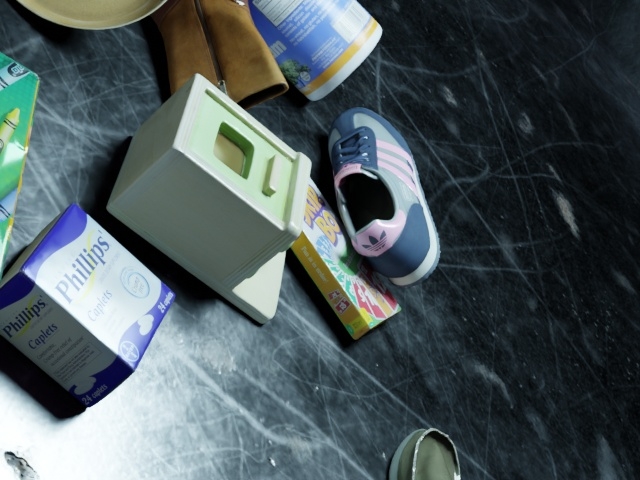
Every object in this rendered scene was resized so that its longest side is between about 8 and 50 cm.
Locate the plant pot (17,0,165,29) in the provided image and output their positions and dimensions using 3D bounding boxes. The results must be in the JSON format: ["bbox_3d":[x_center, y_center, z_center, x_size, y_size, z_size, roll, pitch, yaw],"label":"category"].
[{"bbox_3d":[-0.274,-0.353,1.358,0.236,0.032,0.236,3,77,-14],"label":"plant pot"}]

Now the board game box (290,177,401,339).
[{"bbox_3d":[0.000,0.000,1.462,0.259,0.039,0.124,53,22,7],"label":"board game box"}]

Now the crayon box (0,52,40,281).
[{"bbox_3d":[-0.317,-0.018,0.919,0.081,0.165,0.278,32,36,-31],"label":"crayon box"}]

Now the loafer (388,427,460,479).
[{"bbox_3d":[0.131,0.300,1.269,0.094,0.087,0.251,39,32,-21],"label":"loafer"}]

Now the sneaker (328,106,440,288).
[{"bbox_3d":[0.063,-0.088,1.538,0.131,0.112,0.319,38,21,-43],"label":"sneaker"}]

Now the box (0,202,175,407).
[{"bbox_3d":[-0.221,0.058,1.063,0.137,0.072,0.126,43,30,-14],"label":"box"}]

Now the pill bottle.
[{"bbox_3d":[-0.054,-0.344,1.653,0.272,0.152,0.152,43,31,-13],"label":"pill bottle"}]

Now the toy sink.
[{"bbox_3d":[-0.096,-0.046,1.289,0.234,0.131,0.153,39,32,-22],"label":"toy sink"}]

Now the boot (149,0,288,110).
[{"bbox_3d":[-0.094,-0.300,1.452,0.096,0.264,0.280,65,5,-57],"label":"boot"}]
